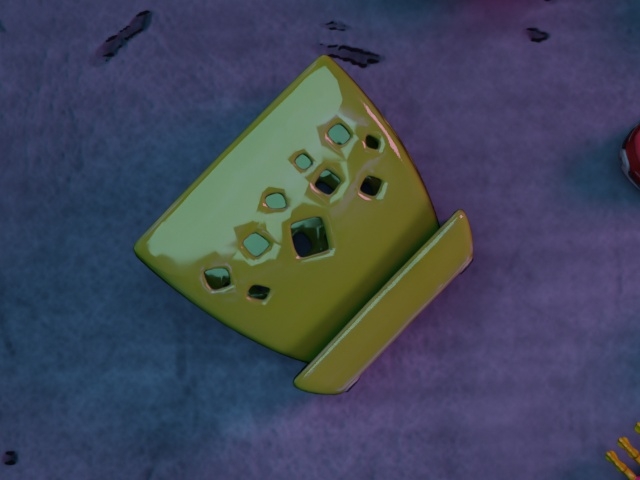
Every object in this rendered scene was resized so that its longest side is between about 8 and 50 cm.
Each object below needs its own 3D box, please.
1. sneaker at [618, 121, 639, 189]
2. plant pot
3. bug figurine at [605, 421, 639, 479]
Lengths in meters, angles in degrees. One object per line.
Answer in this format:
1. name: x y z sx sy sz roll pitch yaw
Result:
1. sneaker: 0.393 -0.082 1.669 0.279 0.118 0.107 -10 84 6
2. plant pot: 0.000 0.000 1.663 0.207 0.227 0.228 44 90 2
3. bug figurine: 0.371 0.203 1.658 0.216 0.072 0.279 -37 70 -3
